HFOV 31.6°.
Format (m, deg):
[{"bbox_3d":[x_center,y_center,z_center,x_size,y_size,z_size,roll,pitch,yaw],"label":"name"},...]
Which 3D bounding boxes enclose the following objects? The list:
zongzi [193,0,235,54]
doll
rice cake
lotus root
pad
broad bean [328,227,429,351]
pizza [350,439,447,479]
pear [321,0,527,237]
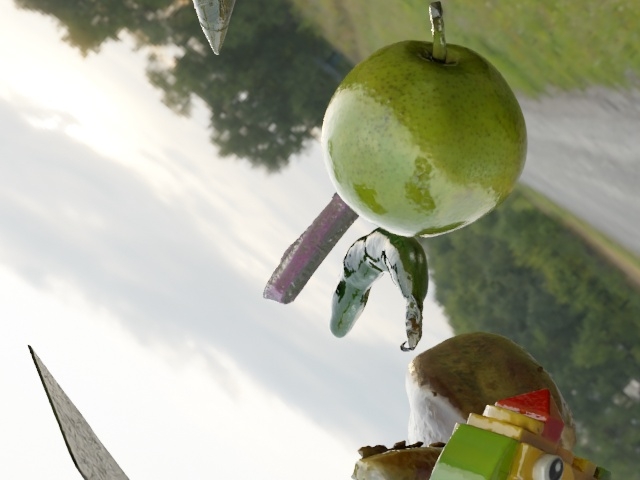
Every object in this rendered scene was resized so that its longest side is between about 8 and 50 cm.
[{"bbox_3d":[-0.129,-0.389,1.649,0.081,0.189,0.178,8,130,25],"label":"zongzi"},{"bbox_3d":[0.124,0.178,0.662,0.106,0.134,0.186,11,137,49],"label":"doll"},{"bbox_3d":[0.000,0.000,1.451,0.036,0.207,0.047,45,169,-30],"label":"rice cake"},{"bbox_3d":[0.187,0.212,1.327,0.193,0.193,0.291,39,-174,-16],"label":"lotus root"},{"bbox_3d":[-0.176,0.260,1.077,0.220,0.004,0.330,45,164,56],"label":"pad"},{"bbox_3d":[0.065,0.053,1.333,0.049,0.144,0.292,10,175,-17],"label":"broad bean"},{"bbox_3d":[0.096,0.244,0.867,0.085,0.161,0.305,39,170,46],"label":"pizza"},{"bbox_3d":[0.094,-0.108,0.984,0.180,0.216,0.166,2,-150,-14],"label":"pear"}]
